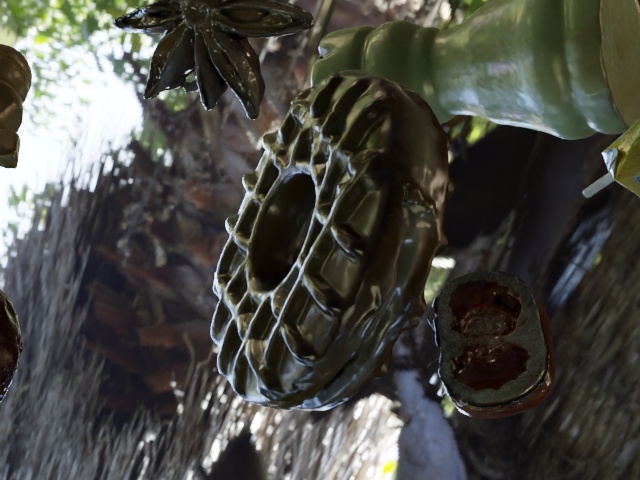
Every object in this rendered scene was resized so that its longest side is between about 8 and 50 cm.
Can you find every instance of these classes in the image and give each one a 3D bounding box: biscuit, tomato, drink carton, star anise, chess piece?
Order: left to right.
[{"bbox_3d":[-0.541,-0.198,1.579,0.137,0.137,0.301,12,-147,-18],"label":"chess piece"},{"bbox_3d":[-0.091,-0.203,0.857,0.195,0.182,0.065,15,-160,23],"label":"star anise"},{"bbox_3d":[0.000,0.000,0.913,0.103,0.332,0.332,18,-149,-24],"label":"biscuit"},{"bbox_3d":[0.208,-0.234,1.371,0.442,0.234,0.234,-6,-164,32],"label":"chess piece"},{"bbox_3d":[0.268,0.171,1.494,0.155,0.180,0.214,46,-140,-55],"label":"tomato"},{"bbox_3d":[0.377,-0.101,1.118,0.084,0.200,0.074,26,-148,-24],"label":"drink carton"}]

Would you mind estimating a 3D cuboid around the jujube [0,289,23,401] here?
[{"bbox_3d":[-0.417,0.092,0.960,0.243,0.183,0.183,18,-149,-23],"label":"jujube"}]
